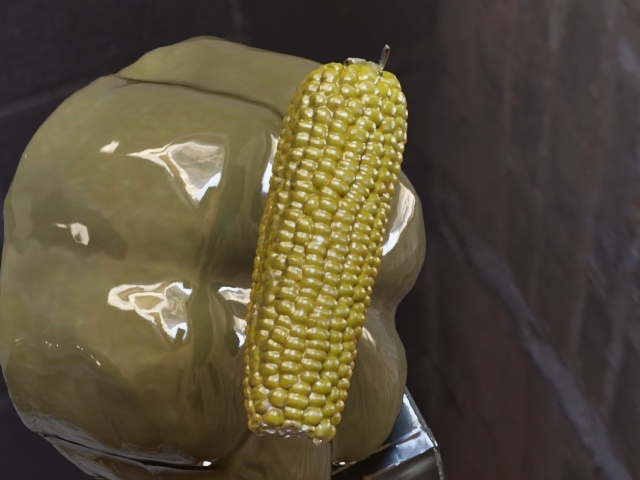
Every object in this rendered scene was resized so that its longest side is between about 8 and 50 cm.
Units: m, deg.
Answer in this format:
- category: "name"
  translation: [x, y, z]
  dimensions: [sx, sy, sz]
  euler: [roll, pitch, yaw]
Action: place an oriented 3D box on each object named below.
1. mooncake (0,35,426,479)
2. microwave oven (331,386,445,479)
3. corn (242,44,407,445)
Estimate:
- category: "mooncake"
  translation: [-0.086, 0.039, 1.510]
  dimensions: [0.467, 0.262, 0.467]
  euler: [-22, 117, -54]
- category: "microwave oven"
  translation: [-0.018, 0.216, 1.959]
  dimensions: [0.236, 0.374, 0.432]
  euler: [-26, 159, -3]
- category: "corn"
  translation: [0.000, 0.000, 1.205]
  dimensions: [0.101, 0.101, 0.310]
  euler: [17, 82, -39]
